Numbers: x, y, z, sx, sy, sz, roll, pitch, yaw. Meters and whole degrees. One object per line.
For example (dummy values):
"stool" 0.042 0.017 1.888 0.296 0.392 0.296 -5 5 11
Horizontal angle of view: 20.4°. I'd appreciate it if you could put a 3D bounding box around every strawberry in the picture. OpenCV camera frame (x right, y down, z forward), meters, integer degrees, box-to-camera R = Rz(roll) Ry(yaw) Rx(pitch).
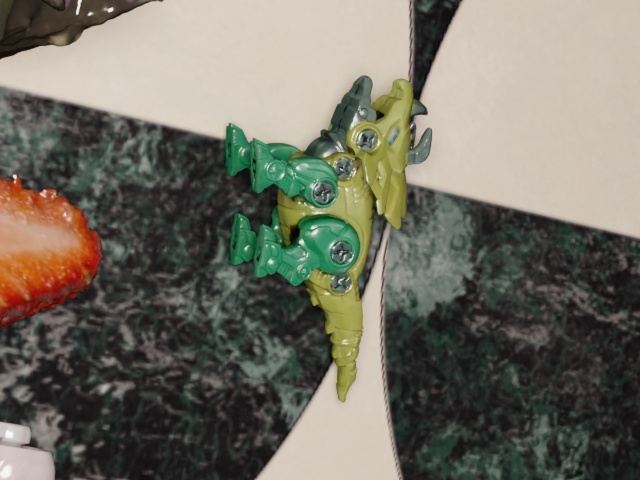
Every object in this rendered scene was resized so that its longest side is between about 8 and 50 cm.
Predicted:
"strawberry" -0.281 0.018 1.220 0.236 0.107 0.175 33 43 -26

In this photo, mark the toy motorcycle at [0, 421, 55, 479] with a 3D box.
"toy motorcycle" -0.301 0.147 1.208 0.254 0.112 0.112 12 89 -24

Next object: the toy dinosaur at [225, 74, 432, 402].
"toy dinosaur" 0.000 0.000 1.363 0.153 0.094 0.259 3 102 -23

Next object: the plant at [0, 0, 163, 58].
"plant" -0.201 -0.216 1.129 0.188 0.276 0.199 -16 89 -24
